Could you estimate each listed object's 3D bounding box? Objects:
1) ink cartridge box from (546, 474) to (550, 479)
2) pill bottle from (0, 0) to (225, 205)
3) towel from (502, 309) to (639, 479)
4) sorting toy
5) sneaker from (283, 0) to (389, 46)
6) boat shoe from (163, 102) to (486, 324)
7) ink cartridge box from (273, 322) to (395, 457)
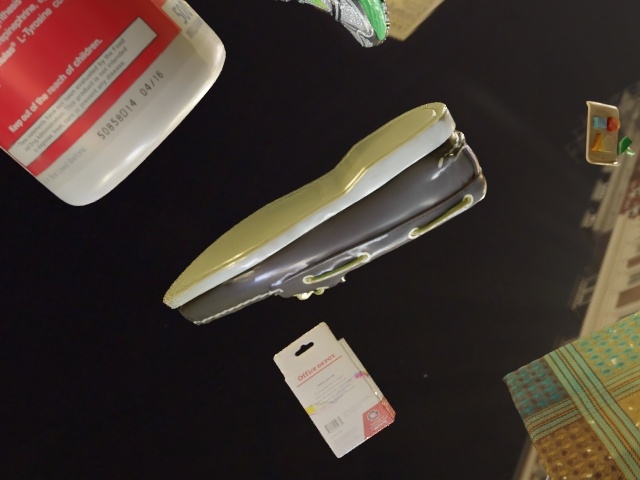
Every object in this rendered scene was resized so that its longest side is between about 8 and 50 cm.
[{"bbox_3d":[0.379,0.379,0.778,0.071,0.330,0.324,53,-128,-44],"label":"ink cartridge box"},{"bbox_3d":[-0.304,-0.243,0.701,0.407,0.229,0.229,44,-135,-21],"label":"pill bottle"},{"bbox_3d":[0.374,0.124,0.719,0.040,0.370,0.271,58,-170,-17],"label":"towel"},{"bbox_3d":[0.294,-0.106,0.767,0.083,0.012,0.062,-2,-90,-41],"label":"sorting toy"},{"bbox_3d":[-0.021,-0.410,1.153,0.343,0.146,0.134,37,-157,-36],"label":"sneaker"},{"bbox_3d":[0.000,0.000,0.502,0.069,0.227,0.081,53,-165,-20],"label":"boat shoe"},{"bbox_3d":[0.023,0.245,1.277,0.198,0.115,0.067,56,-174,6],"label":"ink cartridge box"}]
